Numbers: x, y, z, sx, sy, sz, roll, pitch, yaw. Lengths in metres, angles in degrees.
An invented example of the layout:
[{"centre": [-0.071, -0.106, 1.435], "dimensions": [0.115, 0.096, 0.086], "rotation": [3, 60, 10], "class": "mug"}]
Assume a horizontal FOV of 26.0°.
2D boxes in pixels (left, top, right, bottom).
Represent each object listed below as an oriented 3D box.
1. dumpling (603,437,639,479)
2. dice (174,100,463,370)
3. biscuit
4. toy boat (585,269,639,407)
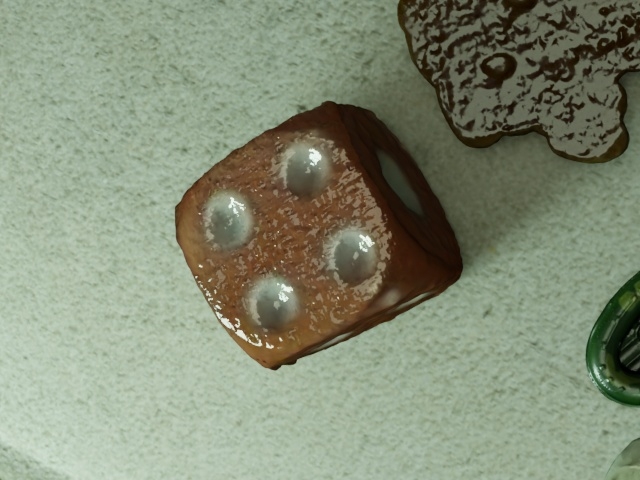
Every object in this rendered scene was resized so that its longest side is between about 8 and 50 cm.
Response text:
[{"centre": [0.388, 0.208, 1.059], "dimensions": [0.318, 0.187, 0.243], "rotation": [-6, 128, 26], "class": "dumpling"}, {"centre": [0.000, 0.000, 1.154], "dimensions": [0.179, 0.175, 0.174], "rotation": [-33, 81, 15], "class": "dice"}, {"centre": [0.175, -0.192, 1.164], "dimensions": [0.208, 0.041, 0.290], "rotation": [-28, 79, 14], "class": "biscuit"}, {"centre": [0.304, 0.053, 1.118], "dimensions": [0.210, 0.052, 0.104], "rotation": [-42, 81, 13], "class": "toy boat"}]
